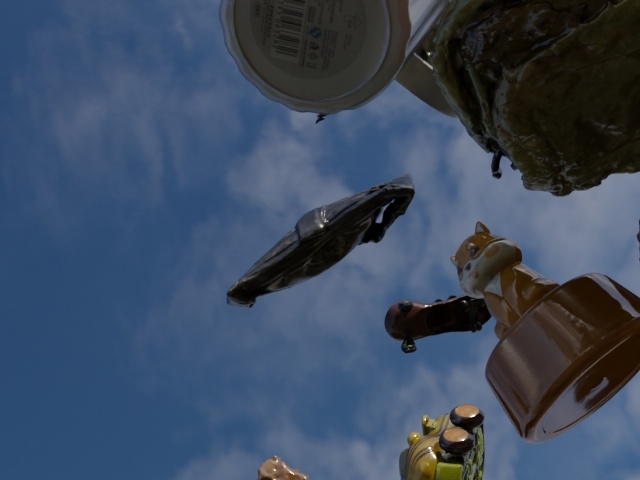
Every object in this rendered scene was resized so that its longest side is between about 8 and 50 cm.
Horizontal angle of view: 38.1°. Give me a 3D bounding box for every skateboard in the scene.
[{"bbox_3d":[0.155,0.100,1.227,0.151,0.080,0.067,-8,-82,-23],"label":"skateboard"}]

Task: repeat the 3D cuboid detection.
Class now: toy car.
[{"bbox_3d":[0.203,0.389,1.572,0.248,0.142,0.200,-41,-51,-64],"label":"toy car"}]

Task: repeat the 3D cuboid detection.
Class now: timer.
[{"bbox_3d":[0.153,0.051,0.686,0.132,0.152,0.132,-28,-31,-19],"label":"timer"}]

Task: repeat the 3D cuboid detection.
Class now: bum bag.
[{"bbox_3d":[0.000,0.000,1.030,0.248,0.102,0.069,-30,-75,-5],"label":"bum bag"}]

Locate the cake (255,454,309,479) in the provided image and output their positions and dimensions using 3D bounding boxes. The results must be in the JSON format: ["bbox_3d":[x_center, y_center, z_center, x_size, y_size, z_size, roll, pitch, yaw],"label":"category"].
[{"bbox_3d":[-0.029,0.512,1.296,0.256,0.282,0.290,-46,-39,-24],"label":"cake"}]

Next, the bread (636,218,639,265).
[{"bbox_3d":[0.415,0.044,0.770,0.207,0.279,0.279,1,-117,-2],"label":"bread"}]

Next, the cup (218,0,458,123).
[{"bbox_3d":[0.043,-0.197,0.753,0.221,0.202,0.166,18,-57,7],"label":"cup"}]

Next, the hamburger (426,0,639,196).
[{"bbox_3d":[0.175,-0.129,0.642,0.183,0.130,0.206,-27,-40,11],"label":"hamburger"}]
